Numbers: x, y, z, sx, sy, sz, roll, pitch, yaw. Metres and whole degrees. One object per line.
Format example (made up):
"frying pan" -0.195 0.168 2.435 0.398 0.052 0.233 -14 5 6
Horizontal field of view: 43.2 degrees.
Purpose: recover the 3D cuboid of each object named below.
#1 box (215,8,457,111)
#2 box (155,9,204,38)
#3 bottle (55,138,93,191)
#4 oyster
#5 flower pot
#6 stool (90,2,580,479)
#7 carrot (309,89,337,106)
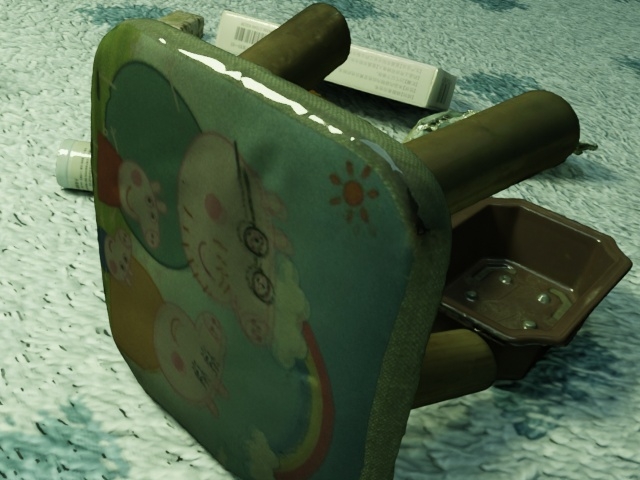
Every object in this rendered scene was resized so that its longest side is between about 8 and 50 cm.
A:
"box" 0.030 -0.278 1.266 0.344 0.065 0.200 19 12 15
"box" -0.249 -0.368 1.411 0.062 0.045 0.098 18 33 13
"bottle" -0.189 -0.073 0.927 0.217 0.060 0.060 9 31 -1
"oyster" 0.261 -0.144 1.140 0.199 0.087 0.252 24 25 39
"flower pot" 0.185 0.050 0.803 0.179 0.084 0.251 28 37 27
"stool" 0.000 0.000 0.607 0.310 0.310 0.226 33 40 32
"carrot" -0.030 -0.195 1.174 0.069 0.069 0.229 -16 40 -36
